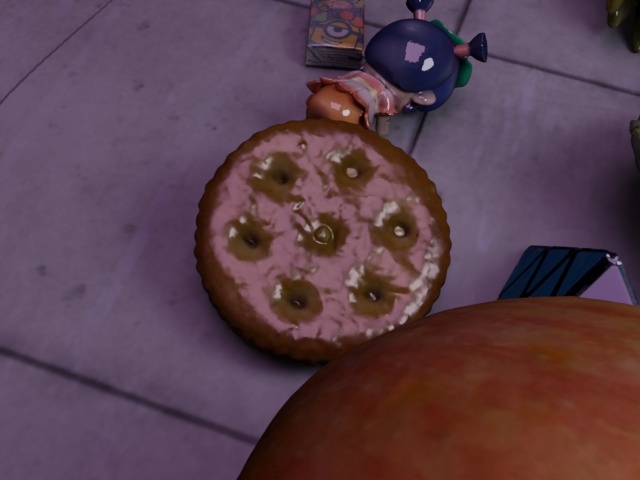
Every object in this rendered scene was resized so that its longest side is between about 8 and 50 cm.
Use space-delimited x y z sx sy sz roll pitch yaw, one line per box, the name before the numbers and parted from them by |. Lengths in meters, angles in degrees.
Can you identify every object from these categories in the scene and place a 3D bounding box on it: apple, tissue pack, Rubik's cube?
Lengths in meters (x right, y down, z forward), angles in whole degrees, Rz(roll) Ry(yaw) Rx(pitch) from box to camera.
apple | 0.109 0.216 0.409 0.346 0.391 0.391 24 55 38
tissue pack | 0.017 -0.225 0.911 0.063 0.035 0.083 5 53 1
Rubik's cube | 0.217 0.071 0.630 0.190 0.178 0.211 25 59 11

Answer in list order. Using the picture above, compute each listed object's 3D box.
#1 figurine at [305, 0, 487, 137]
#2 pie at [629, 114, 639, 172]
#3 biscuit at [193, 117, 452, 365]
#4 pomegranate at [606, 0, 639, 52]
figurine | 0.071 -0.150 0.820 0.111 0.102 0.195 39 62 21
pie | 0.458 -0.067 0.670 0.418 0.180 0.395 -20 32 -20
biscuit | 0.000 0.000 0.715 0.220 0.066 0.220 1 72 -5
pomegranate | 0.426 -0.369 0.937 0.309 0.216 0.359 27 88 15
